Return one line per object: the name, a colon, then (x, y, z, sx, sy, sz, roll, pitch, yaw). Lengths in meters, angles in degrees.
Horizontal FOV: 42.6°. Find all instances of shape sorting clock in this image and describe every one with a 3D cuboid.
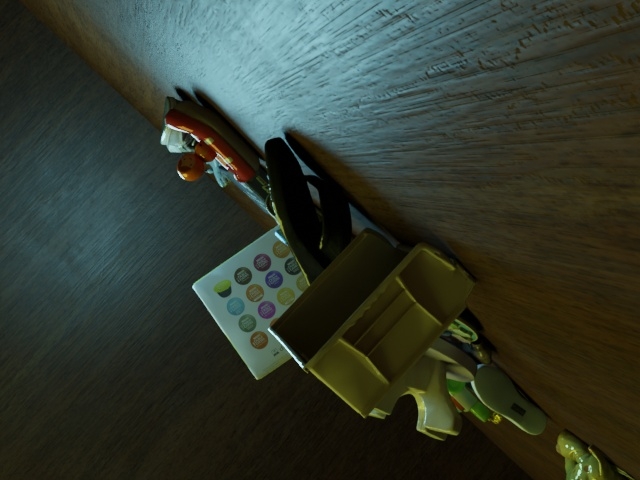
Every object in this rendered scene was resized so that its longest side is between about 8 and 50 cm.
shape sorting clock: (0.192, 0.144, 1.519, 0.206, 0.040, 0.206, 19, 167, 5)

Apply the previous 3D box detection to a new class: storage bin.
storage bin: (0.074, 0.107, 1.265, 0.123, 0.260, 0.262, 45, 174, -13)

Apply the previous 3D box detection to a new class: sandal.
sandal: (0.018, 0.008, 1.454, 0.167, 0.107, 0.445, -80, -30, -62)

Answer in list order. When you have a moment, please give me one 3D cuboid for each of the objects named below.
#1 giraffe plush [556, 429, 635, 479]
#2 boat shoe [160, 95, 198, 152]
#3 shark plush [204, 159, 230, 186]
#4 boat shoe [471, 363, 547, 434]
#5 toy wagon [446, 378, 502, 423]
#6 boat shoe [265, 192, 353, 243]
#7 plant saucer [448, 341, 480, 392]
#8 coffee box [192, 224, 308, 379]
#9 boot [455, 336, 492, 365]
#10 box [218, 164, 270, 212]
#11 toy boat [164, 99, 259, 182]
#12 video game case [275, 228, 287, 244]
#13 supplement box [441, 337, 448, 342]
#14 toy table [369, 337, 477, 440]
giraffe plush: (0.537, 0.524, 1.705, 0.181, 0.170, 0.210, 43, 175, -2)
boat shoe: (-0.334, -0.278, 2.034, 0.103, 0.118, 0.320, 6, 173, -4)
shark plush: (-0.324, -0.227, 2.482, 0.161, 0.067, 0.073, 40, 174, 18)
boat shoe: (0.399, 0.339, 1.788, 0.228, 0.080, 0.076, 36, 175, -20)
toy wagon: (0.315, 0.361, 2.104, 0.344, 0.068, 0.267, 41, 175, 12)
boat shoe: (0.000, 0.000, 1.807, 0.302, 0.113, 0.103, 51, -179, 29)
plant saucer: (0.345, 0.306, 2.051, 0.317, 0.043, 0.317, 41, 174, 5)
coffee box: (-0.137, 0.168, 2.450, 0.334, 0.338, 0.338, 55, 178, 1)
boot: (0.292, 0.195, 1.605, 0.118, 0.042, 0.087, 35, 165, 46)
box: (-0.150, -0.128, 2.069, 0.183, 0.059, 0.233, 43, 175, -25)
toy boat: (-0.256, -0.196, 1.808, 0.231, 0.151, 0.151, 45, 174, -26)
video game case: (-0.009, 0.007, 1.911, 0.166, 0.119, 0.015, 39, 135, 33)
supplement box: (0.175, 0.126, 1.660, 0.233, 0.078, 0.080, 45, 174, -22)
toy table: (0.181, 0.277, 1.597, 0.274, 0.160, 0.252, 28, 161, -27)
